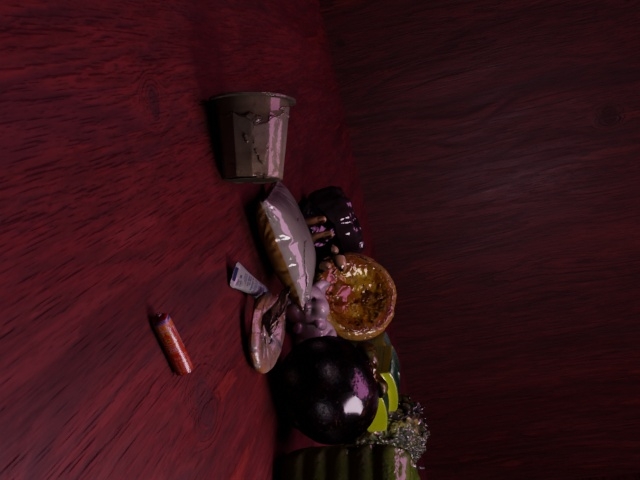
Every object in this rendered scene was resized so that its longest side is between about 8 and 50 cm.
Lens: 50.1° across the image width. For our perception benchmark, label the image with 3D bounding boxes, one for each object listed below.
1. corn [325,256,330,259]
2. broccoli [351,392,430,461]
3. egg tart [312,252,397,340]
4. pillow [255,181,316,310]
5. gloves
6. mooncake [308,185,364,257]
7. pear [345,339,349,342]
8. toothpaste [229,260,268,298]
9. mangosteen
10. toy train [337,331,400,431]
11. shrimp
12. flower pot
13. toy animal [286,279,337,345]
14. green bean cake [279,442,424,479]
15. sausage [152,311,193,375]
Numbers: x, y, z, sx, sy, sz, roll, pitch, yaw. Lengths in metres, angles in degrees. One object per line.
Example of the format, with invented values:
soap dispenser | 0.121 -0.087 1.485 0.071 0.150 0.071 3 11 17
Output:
corn | 0.004 0.083 2.359 0.237 0.079 0.079 71 14 -52
broccoli | 0.229 0.693 2.400 0.272 0.334 0.324 48 -16 13
egg tart | 0.097 0.179 2.165 0.115 0.290 0.290 125 -37 -62
pillow | -0.089 -0.002 1.863 0.310 0.119 0.312 -90 159 -75
gloves | -0.005 0.003 2.109 0.197 0.152 0.301 35 7 -26
mooncake | 0.060 -0.058 2.428 0.283 0.141 0.283 161 -90 -86
pear | 0.133 0.422 2.493 0.167 0.137 0.167 -15 90 -78
toothpaste | -0.166 0.108 1.646 0.216 0.037 0.062 47 51 -65
mangosteen | 0.034 0.371 1.736 0.288 0.288 0.288 -11 90 -78
toy train | 0.102 0.415 2.044 0.442 0.272 0.179 -67 148 -69
shrimp | -0.132 0.193 1.644 0.145 0.059 0.254 55 39 -48
flower pot | -0.162 -0.243 1.637 0.212 0.212 0.202 12 78 -77
toy animal | -0.024 0.218 1.980 0.178 0.127 0.193 -43 120 -78
green bean cake | 0.087 0.608 1.660 0.319 0.335 0.218 70 16 -51
sausage | -0.257 0.175 1.183 0.034 0.034 0.129 -79 156 -59
